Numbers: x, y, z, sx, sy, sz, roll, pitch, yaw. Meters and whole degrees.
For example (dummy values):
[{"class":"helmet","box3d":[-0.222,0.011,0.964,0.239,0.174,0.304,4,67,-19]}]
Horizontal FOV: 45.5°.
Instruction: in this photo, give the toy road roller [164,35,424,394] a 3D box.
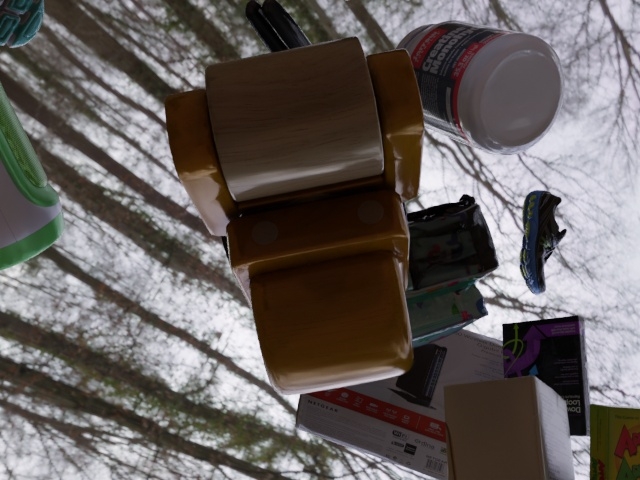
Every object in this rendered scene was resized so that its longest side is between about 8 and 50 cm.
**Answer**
[{"class":"toy road roller","box3d":[0.000,0.000,0.703,0.202,0.329,0.240,-11,-115,1]}]

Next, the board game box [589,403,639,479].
[{"class":"board game box","box3d":[0.356,0.281,0.864,0.092,0.043,0.181,5,-98,-7]}]

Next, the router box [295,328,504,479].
[{"class":"router box","box3d":[0.164,0.247,1.287,0.335,0.082,0.301,16,-149,11]}]

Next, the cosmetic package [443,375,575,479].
[{"class":"cosmetic package","box3d":[0.223,0.324,0.858,0.113,0.160,0.309,-13,-118,27]}]

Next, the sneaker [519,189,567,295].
[{"class":"sneaker","box3d":[0.398,0.005,1.354,0.078,0.067,0.188,5,-91,-5]}]

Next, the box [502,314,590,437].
[{"class":"box","box3d":[0.311,0.190,1.053,0.116,0.029,0.162,-13,-112,38]}]

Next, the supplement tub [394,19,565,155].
[{"class":"supplement tub","box3d":[0.250,-0.261,1.267,0.191,0.191,0.272,-49,-148,0]}]

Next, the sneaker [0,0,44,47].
[{"class":"sneaker","box3d":[-0.266,-0.174,0.483,0.076,0.166,0.065,18,-98,46]}]

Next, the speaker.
[{"class":"speaker","box3d":[-0.361,-0.119,0.739,0.131,0.296,0.131,-16,-156,7]}]

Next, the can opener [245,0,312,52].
[{"class":"can opener","box3d":[-0.017,-0.194,0.830,0.059,0.186,0.073,-5,-120,42]}]

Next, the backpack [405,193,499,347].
[{"class":"backpack","box3d":[0.094,0.057,1.046,0.253,0.225,0.191,-8,-101,-12]}]
